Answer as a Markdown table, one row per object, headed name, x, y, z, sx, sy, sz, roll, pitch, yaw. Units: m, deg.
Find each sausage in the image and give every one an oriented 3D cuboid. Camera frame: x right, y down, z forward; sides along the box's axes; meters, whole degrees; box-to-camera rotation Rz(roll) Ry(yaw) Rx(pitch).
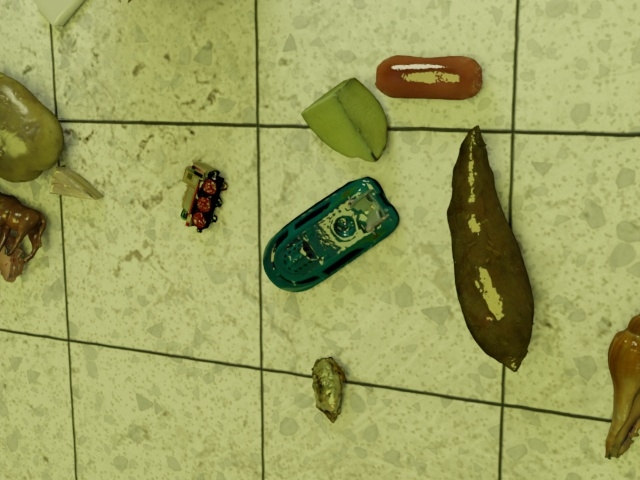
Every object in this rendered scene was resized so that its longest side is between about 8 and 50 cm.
| name | x | y | z | sx | sy | sz | roll | pitch | yaw |
| --- | --- | --- | --- | --- | --- | --- | --- | --- | --- |
| sausage | 0.186 | -0.284 | 1.538 | 0.194 | 0.077 | 0.077 | 6 | 102 | 22 |

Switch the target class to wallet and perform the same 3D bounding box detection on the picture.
| name | x | y | z | sx | sy | sz | roll | pitch | yaw |
| --- | --- | --- | --- | --- | --- | --- | --- | --- | --- |
| wallet | -0.523 | -0.533 | 1.836 | 0.190 | 0.033 | 0.095 | -39 | 81 | 25 |

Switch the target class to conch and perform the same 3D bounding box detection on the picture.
| name | x | y | z | sx | sy | sz | roll | pitch | yaw |
| --- | --- | --- | --- | --- | --- | --- | --- | --- | --- |
| conch | 0.528 | 0.234 | 1.480 | 0.109 | 0.093 | 0.330 | 6 | 124 | 6 |

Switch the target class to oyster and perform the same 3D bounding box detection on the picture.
| name | x | y | z | sx | sy | sz | roll | pitch | yaw |
| --- | --- | --- | --- | --- | --- | --- | --- | --- | --- |
| oyster | 0.015 | 0.294 | 1.749 | 0.086 | 0.029 | 0.132 | 28 | 113 | 24 |

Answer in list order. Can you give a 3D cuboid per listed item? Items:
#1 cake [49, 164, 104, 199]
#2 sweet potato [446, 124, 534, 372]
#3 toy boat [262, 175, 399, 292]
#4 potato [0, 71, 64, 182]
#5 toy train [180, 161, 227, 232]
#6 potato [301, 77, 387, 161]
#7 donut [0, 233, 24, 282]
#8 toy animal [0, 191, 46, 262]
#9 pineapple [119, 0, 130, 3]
| name | x | y | z | sx | sy | sz | roll | pitch | yaw |
| --- | --- | --- | --- | --- | --- | --- | --- | --- | --- |
| cake | -0.525 | -0.107 | 1.909 | 0.121 | 0.052 | 0.065 | 31 | 106 | 15 |
| sweet potato | 0.287 | 0.017 | 1.523 | 0.131 | 0.130 | 0.422 | -9 | 91 | 26 |
| toy boat | 0.000 | 0.000 | 1.668 | 0.299 | 0.092 | 0.134 | -35 | 88 | 25 |
| potato | -0.684 | -0.253 | 1.905 | 0.296 | 0.141 | 0.191 | 48 | 112 | 12 |
| toy train | -0.244 | -0.087 | 1.785 | 0.087 | 0.050 | 0.137 | 28 | 111 | 22 |
| potato | 0.054 | -0.214 | 1.627 | 0.120 | 0.081 | 0.149 | -14 | 113 | 56 |
| donut | -0.744 | 0.016 | 2.023 | 0.166 | 0.065 | 0.117 | 23 | 110 | 18 |
| toy animal | -0.720 | -0.069 | 1.978 | 0.224 | 0.066 | 0.229 | 8 | 65 | 0 |
| pineapple | -0.308 | -0.595 | 1.577 | 0.352 | 0.300 | 0.352 | 4 | 101 | 25 |
